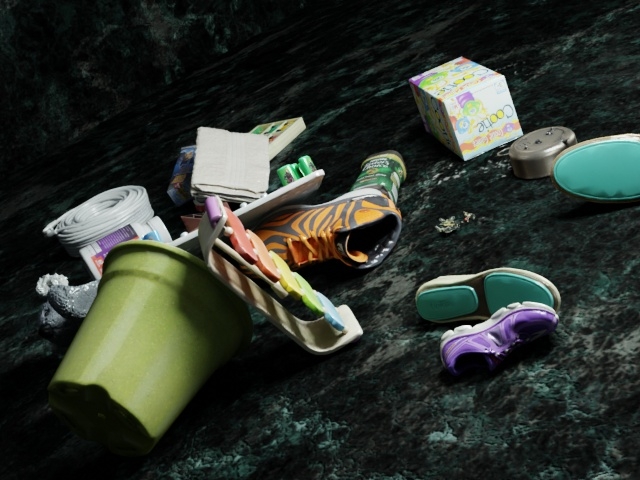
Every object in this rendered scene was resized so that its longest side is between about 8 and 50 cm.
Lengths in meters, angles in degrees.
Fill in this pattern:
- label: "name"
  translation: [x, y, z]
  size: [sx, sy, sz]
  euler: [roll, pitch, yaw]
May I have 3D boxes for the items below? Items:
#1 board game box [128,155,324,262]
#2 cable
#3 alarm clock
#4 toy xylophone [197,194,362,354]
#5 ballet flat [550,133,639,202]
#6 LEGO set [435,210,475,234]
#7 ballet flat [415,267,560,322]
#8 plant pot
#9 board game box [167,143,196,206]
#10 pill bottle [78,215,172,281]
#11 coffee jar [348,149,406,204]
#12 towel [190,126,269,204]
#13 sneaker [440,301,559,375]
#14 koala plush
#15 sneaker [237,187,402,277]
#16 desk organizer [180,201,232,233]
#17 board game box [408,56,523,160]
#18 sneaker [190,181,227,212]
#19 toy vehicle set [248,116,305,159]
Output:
- label: "board game box"
  translation: [-0.192, -0.027, 1.847]
  size: [0.390, 0.050, 0.390]
  euler: [-27, -6, -9]
- label: "cable"
  translation: [-0.561, -0.052, 2.441]
  size: [0.257, 0.089, 0.257]
  euler: [-3, 29, 38]
- label: "alarm clock"
  translation: [0.416, -0.173, 1.816]
  size: [0.129, 0.064, 0.192]
  euler: [-36, 22, -28]
- label: "toy xylophone"
  translation: [-0.083, 0.053, 1.491]
  size: [0.081, 0.323, 0.236]
  euler: [-46, 30, 6]
- label: "ballet flat"
  translation: [0.559, -0.134, 1.545]
  size: [0.342, 0.116, 0.124]
  euler: [-12, 4, 24]
- label: "LEGO set"
  translation: [0.244, -0.028, 1.708]
  size: [0.083, 0.023, 0.054]
  euler: [-13, 23, -11]
- label: "ballet flat"
  translation: [0.254, 0.079, 1.384]
  size: [0.248, 0.086, 0.086]
  euler: [-2, 30, 43]
- label: "plant pot"
  translation: [-0.280, 0.183, 1.457]
  size: [0.276, 0.276, 0.254]
  euler: [-7, 39, 35]
- label: "board game box"
  translation: [-0.316, -0.180, 2.476]
  size: [0.194, 0.060, 0.194]
  euler: [-8, 42, 31]
- label: "pill bottle"
  translation: [-0.436, 0.024, 2.120]
  size: [0.193, 0.108, 0.108]
  euler: [-30, 23, -16]
- label: "coffee jar"
  translation: [0.122, -0.120, 1.949]
  size: [0.096, 0.079, 0.184]
  euler: [-14, 23, 21]
- label: "towel"
  translation: [-0.220, -0.190, 2.300]
  size: [0.187, 0.049, 0.282]
  euler: [8, 38, -10]
- label: "sneaker"
  translation: [0.248, 0.143, 1.281]
  size: [0.170, 0.068, 0.071]
  euler: [-26, 36, 16]
- label: "koala plush"
  translation: [-0.448, 0.151, 1.767]
  size: [0.221, 0.196, 0.203]
  euler: [-5, 17, 38]
- label: "sneaker"
  translation: [0.000, 0.000, 1.735]
  size: [0.321, 0.124, 0.180]
  euler: [-24, 21, -2]
- label: "desk organizer"
  translation: [-0.237, -0.045, 1.997]
  size: [0.047, 0.050, 0.130]
  euler: [-31, -7, 26]
- label: "board game box"
  translation: [0.317, -0.299, 2.081]
  size: [0.144, 0.142, 0.275]
  euler: [-24, 22, -2]
- label: "sneaker"
  translation: [-0.229, -0.159, 2.354]
  size: [0.225, 0.093, 0.088]
  euler: [-35, 25, -29]
- label: "toy vehicle set"
  translation: [-0.174, -0.260, 2.605]
  size: [0.166, 0.035, 0.267]
  euler: [-6, 28, 35]
